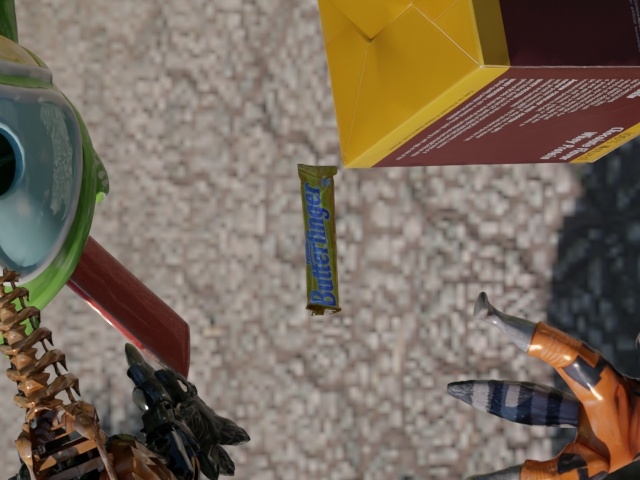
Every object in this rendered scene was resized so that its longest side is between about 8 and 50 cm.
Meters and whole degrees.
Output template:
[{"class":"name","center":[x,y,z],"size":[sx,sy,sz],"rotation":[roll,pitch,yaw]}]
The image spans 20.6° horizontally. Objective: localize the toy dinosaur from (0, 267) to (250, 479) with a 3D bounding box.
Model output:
[{"class":"toy dinosaur","center":[-0.125,0.169,1.129],"size":[0.218,0.164,0.322],"rotation":[-102,10,-74]}]

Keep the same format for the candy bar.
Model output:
[{"class":"candy bar","center":[0.000,0.000,1.765],"size":[0.018,0.040,0.161],"rotation":[-64,-27,-70]}]

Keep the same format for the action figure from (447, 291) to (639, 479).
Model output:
[{"class":"action figure","center":[0.300,0.119,1.682],"size":[0.178,0.330,0.341],"rotation":[133,143,-79]}]

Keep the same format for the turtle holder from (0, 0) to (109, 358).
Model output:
[{"class":"turtle holder","center":[-0.281,-0.075,1.340],"size":[0.243,0.320,0.227],"rotation":[35,168,17]}]

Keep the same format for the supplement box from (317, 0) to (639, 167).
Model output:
[{"class":"supplement box","center":[0.129,-0.135,1.106],"size":[0.191,0.194,0.129],"rotation":[146,118,-62]}]

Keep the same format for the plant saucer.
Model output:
[{"class":"plant saucer","center":[-0.235,0.025,1.736],"size":[0.048,0.259,0.258],"rotation":[-48,14,-8]}]
